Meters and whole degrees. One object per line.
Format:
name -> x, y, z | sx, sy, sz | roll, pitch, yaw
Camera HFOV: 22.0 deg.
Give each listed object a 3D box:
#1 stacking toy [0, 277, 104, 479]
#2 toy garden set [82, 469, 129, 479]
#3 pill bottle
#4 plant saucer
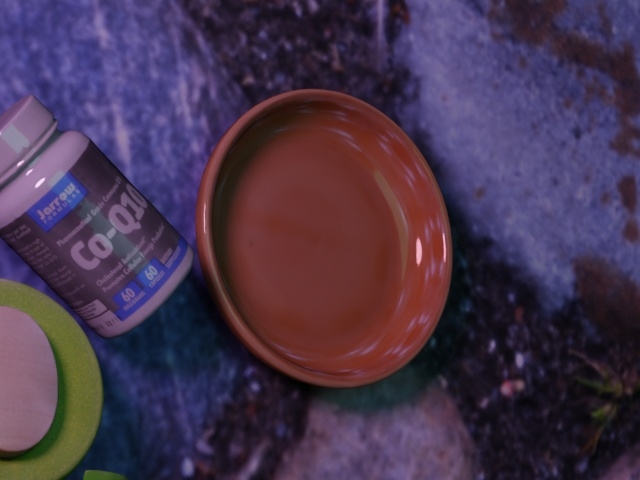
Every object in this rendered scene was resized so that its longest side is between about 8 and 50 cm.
stacking toy -> -0.229, 0.089, 0.816 | 0.309, 0.130, 0.279 | 36, 55, -16
toy garden set -> -0.098, 0.253, 0.830 | 0.049, 0.244, 0.204 | 5, 63, 1
pill bottle -> -0.146, -0.015, 0.964 | 0.137, 0.078, 0.078 | 47, 58, -18
plant saucer -> 0.000, 0.000, 1.090 | 0.200, 0.037, 0.200 | 8, 76, -33
